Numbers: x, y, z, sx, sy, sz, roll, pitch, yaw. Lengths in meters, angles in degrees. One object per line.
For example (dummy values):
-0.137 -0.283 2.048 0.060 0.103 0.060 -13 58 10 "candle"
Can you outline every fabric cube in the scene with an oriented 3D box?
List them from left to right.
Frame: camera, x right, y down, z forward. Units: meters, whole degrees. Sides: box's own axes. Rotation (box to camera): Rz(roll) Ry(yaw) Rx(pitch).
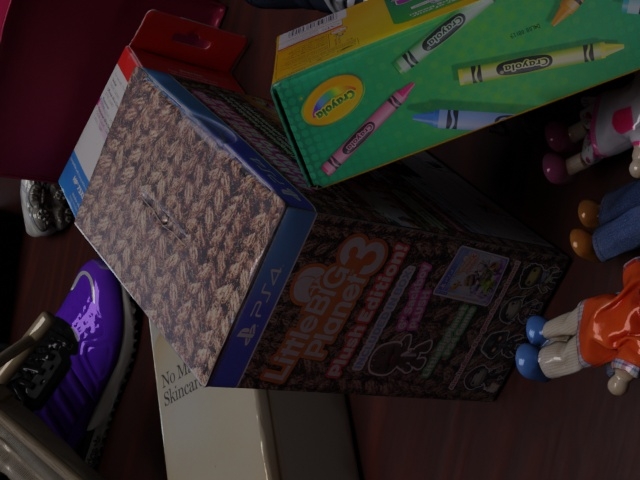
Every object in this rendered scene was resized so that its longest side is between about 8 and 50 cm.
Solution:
-0.310 -0.222 1.370 0.258 0.254 0.259 40 112 44 "fabric cube"

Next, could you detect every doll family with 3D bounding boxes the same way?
0.240 -0.006 0.806 0.163 0.118 0.263 -28 44 51 "doll family"

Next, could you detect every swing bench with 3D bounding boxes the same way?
-0.289 0.263 1.232 0.253 0.165 0.255 39 118 5 "swing bench"

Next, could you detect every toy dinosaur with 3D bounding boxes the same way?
0.165 -0.118 0.967 0.082 0.047 0.090 -10 42 57 "toy dinosaur"

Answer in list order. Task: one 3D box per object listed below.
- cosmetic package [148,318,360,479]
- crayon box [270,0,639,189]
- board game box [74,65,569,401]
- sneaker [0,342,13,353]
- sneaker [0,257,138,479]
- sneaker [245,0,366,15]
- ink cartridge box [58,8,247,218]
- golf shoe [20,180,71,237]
-0.068 0.137 1.122 0.160 0.113 0.310 -33 60 42 "cosmetic package"
0.107 -0.140 0.824 0.278 0.081 0.165 -20 19 7 "crayon box"
0.000 0.000 0.927 0.232 0.291 0.141 43 115 45 "board game box"
-0.474 0.251 1.590 0.162 0.106 0.281 27 104 52 "sneaker"
-0.313 0.161 1.380 0.102 0.146 0.293 26 103 50 "sneaker"
0.060 -0.200 0.990 0.282 0.099 0.153 -11 76 20 "sneaker"
-0.167 -0.118 1.269 0.231 0.134 0.078 -57 44 26 "ink cartridge box"
-0.375 -0.088 1.568 0.086 0.069 0.176 -25 63 51 "golf shoe"
